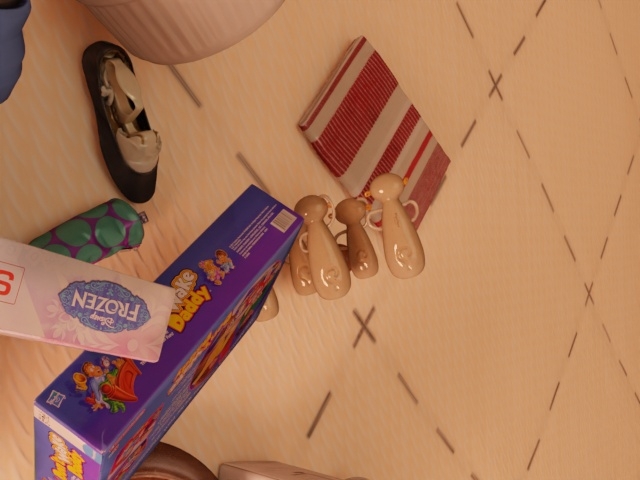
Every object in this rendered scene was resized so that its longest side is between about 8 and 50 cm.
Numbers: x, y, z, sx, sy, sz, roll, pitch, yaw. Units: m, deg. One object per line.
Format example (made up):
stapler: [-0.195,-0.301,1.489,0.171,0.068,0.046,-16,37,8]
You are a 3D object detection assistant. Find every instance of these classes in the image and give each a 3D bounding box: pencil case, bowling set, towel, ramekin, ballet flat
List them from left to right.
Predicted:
pencil case: [-0.274,0.008,0.805,0.151,0.064,0.070,-36,96,-41]
ballet flat: [-0.236,-0.143,0.850,0.074,0.074,0.203,-27,108,-45]
ramekin: [-0.153,-0.323,0.816,0.273,0.272,0.127,-62,143,-28]
bowling set: [0.000,0.000,1.059,0.287,0.200,0.154,-17,98,-3]
towel: [0.105,-0.166,1.246,0.329,0.037,0.237,49,57,-32]

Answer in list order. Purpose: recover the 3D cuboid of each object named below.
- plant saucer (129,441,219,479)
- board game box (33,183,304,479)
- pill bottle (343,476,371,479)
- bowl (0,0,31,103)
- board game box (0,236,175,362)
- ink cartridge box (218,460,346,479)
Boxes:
plant saucer: [-0.215,0.387,0.800,0.310,0.050,0.311,13,67,-33]
board game box: [-0.165,0.123,0.781,0.078,0.233,0.347,34,48,6]
pill bottle: [0.078,0.486,1.137,0.108,0.108,0.180,-46,121,-38]
bowl: [-0.389,-0.224,0.473,0.391,0.391,0.077,16,113,-46]
board game box: [-0.338,0.024,0.552,0.318,0.318,0.066,23,73,-44]
ink cartridge box: [-0.014,0.419,0.910,0.117,0.283,0.207,16,77,-46]
